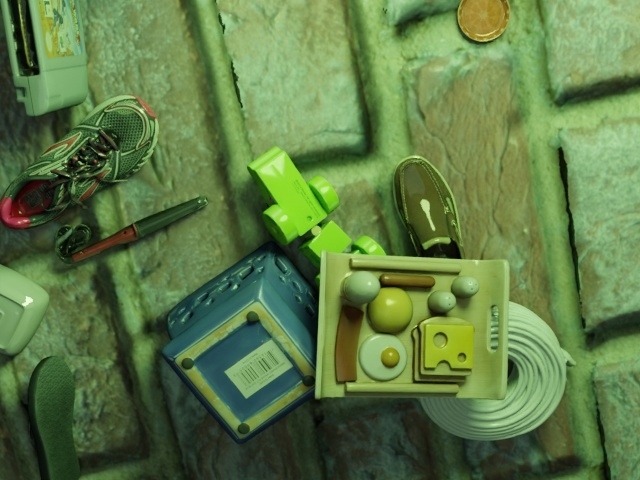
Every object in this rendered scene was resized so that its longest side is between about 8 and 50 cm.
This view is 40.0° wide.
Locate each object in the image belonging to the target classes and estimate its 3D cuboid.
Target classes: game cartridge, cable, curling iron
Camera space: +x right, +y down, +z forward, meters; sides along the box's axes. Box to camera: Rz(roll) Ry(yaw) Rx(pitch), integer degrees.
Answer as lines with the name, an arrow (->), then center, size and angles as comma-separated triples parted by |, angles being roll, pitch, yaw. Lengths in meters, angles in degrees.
game cartridge -> -0.408, -0.341, 1.295 | 0.062, 0.198, 0.297 | -3, 104, 9
cable -> 0.280, 0.223, 1.477 | 0.257, 0.089, 0.257 | -37, 111, 13
curling iron -> -0.318, -0.025, 1.458 | 0.274, 0.035, 0.068 | -16, 104, 4

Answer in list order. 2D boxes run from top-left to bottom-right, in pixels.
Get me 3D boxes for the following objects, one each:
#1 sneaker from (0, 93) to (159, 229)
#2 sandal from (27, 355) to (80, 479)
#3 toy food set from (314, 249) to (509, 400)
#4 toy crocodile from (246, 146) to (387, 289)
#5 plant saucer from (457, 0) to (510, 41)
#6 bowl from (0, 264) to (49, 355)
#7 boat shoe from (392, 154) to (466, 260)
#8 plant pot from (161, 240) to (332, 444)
sneaker -> -0.380, -0.113, 1.398 | 0.299, 0.112, 0.121 | -39, 101, 8
sandal -> -0.472, 0.323, 1.520 | 0.054, 0.097, 0.255 | 7, 105, 26
toy food set -> 0.139, 0.130, 1.324 | 0.306, 0.092, 0.220 | 3, 84, -14
toy crocodile -> 0.000, 0.000, 1.437 | 0.115, 0.105, 0.340 | -42, 101, -19
plant saucer -> 0.258, -0.357, 1.389 | 0.083, 0.013, 0.084 | 0, 104, 1
bowl -> -0.547, 0.120, 1.485 | 0.142, 0.053, 0.142 | 30, 100, -8
boat shoe -> 0.189, -0.014, 1.431 | 0.095, 0.095, 0.257 | -21, 103, 5
plant pot -> -0.105, 0.171, 1.417 | 0.236, 0.212, 0.236 | -35, 101, 8
